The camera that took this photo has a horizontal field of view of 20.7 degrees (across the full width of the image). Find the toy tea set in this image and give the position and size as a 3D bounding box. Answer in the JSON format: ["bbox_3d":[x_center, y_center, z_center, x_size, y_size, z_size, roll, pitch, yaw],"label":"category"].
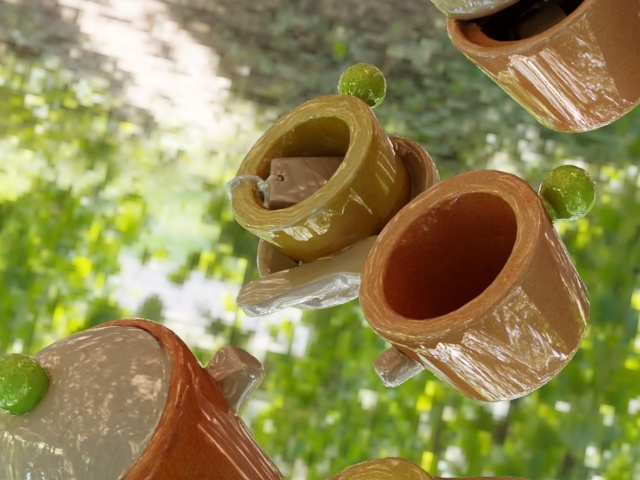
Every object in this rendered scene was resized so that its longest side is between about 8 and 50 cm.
[{"bbox_3d":[0.000,0.000,0.620,0.200,0.336,0.124,-6,139,40],"label":"toy tea set"}]
